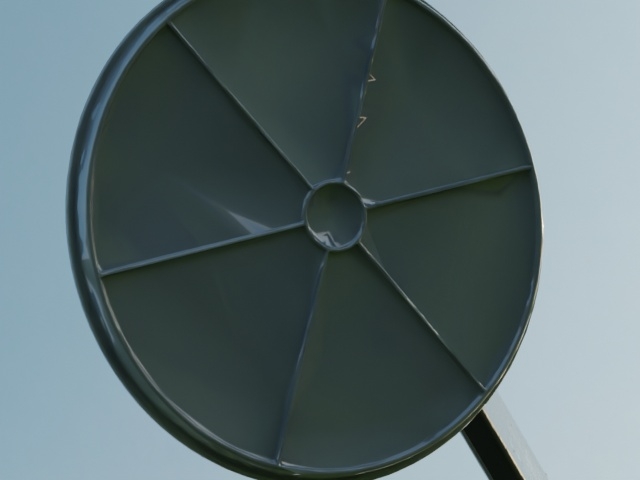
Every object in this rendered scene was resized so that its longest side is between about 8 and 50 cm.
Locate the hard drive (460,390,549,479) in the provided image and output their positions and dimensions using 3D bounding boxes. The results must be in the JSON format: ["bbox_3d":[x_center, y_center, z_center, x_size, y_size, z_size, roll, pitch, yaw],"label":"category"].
[{"bbox_3d":[0.113,0.127,0.791,0.022,0.094,0.135,-28,-80,12],"label":"hard drive"}]

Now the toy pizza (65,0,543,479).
[{"bbox_3d":[-0.001,-0.008,0.468,0.201,0.032,0.201,3,-97,-27],"label":"toy pizza"}]
